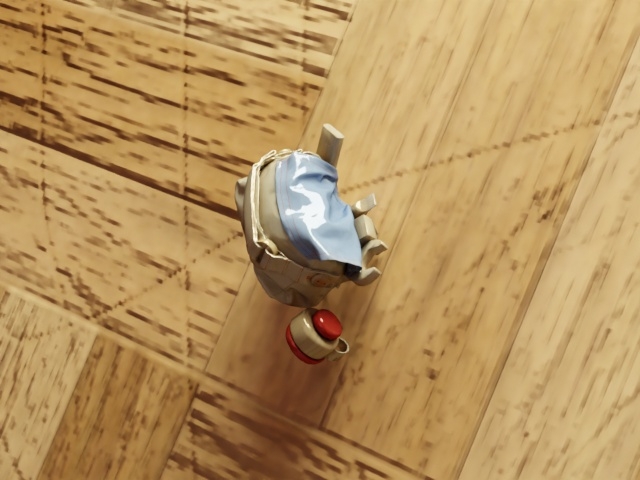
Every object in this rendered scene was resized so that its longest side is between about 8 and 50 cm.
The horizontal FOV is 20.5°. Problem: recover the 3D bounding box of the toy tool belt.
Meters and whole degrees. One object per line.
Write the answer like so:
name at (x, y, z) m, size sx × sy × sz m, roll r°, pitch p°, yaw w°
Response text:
toy tool belt at (0.000, 0.000, 0.680) m, size 0.051 × 0.052 × 0.083 m, roll -39°, pitch 55°, yaw 31°
